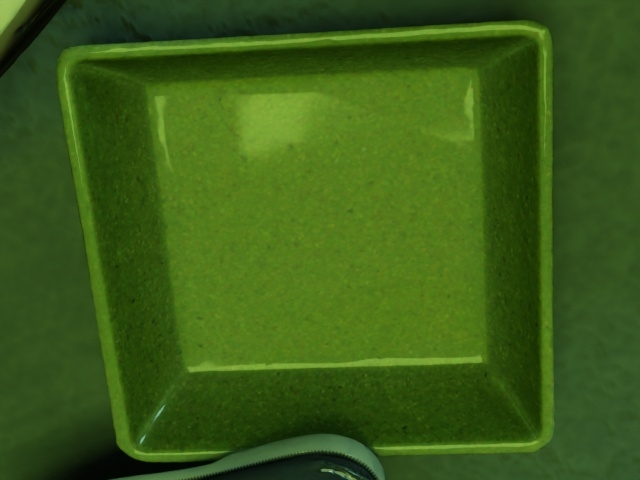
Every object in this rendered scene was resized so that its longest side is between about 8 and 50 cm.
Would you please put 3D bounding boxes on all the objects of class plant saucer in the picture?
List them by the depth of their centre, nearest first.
[{"bbox_3d":[0.000,0.000,0.526,0.188,0.045,0.188,-2,114,6],"label":"plant saucer"}]

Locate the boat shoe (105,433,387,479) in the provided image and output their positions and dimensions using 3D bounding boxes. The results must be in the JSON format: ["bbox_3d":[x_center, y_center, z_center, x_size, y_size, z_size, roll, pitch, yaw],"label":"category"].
[{"bbox_3d":[-0.069,0.144,0.539,0.206,0.065,0.075,-22,118,14],"label":"boat shoe"}]

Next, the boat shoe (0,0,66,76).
[{"bbox_3d":[-0.173,-0.079,0.462,0.110,0.121,0.341,39,113,-14],"label":"boat shoe"}]
